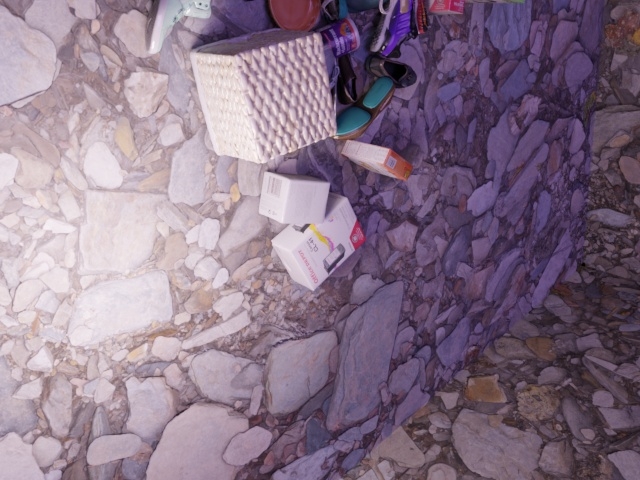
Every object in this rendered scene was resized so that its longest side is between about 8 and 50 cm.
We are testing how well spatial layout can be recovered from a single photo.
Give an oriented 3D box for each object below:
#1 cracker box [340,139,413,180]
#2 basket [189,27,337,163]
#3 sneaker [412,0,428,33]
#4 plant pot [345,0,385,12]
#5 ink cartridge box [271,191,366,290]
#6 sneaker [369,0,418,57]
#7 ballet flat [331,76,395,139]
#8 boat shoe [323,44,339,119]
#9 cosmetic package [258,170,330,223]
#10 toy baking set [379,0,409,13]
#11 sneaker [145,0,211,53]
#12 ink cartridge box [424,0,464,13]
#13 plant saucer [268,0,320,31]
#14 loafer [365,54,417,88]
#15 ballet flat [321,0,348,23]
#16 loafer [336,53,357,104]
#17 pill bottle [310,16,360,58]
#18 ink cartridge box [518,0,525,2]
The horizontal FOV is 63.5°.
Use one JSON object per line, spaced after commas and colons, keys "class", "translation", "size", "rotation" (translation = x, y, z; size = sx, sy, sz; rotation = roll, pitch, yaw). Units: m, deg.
{"class": "cracker box", "translation": [0.209, -0.300, 1.926], "size": [0.155, 0.232, 0.067], "rotation": [24, 91, -43]}
{"class": "basket", "translation": [-0.159, -0.439, 1.537], "size": [0.328, 0.266, 0.331], "rotation": [-27, 121, -30]}
{"class": "sneaker", "translation": [0.335, -0.879, 1.918], "size": [0.088, 0.092, 0.225], "rotation": [-13, 97, -57]}
{"class": "plant pot", "translation": [0.176, -0.908, 1.693], "size": [0.293, 0.196, 0.293], "rotation": [-16, 116, -37]}
{"class": "ink cartridge box", "translation": [0.000, 0.000, 1.932], "size": [0.306, 0.131, 0.226], "rotation": [-45, 130, -21]}
{"class": "sneaker", "translation": [0.297, -0.799, 1.872], "size": [0.146, 0.102, 0.293], "rotation": [21, 100, -16]}
{"class": "ballet flat", "translation": [0.160, -0.462, 1.923], "size": [0.342, 0.116, 0.124], "rotation": [-51, 156, -20]}
{"class": "boat shoe", "translation": [0.015, -0.485, 1.696], "size": [0.118, 0.103, 0.320], "rotation": [-41, 156, -32]}
{"class": "cosmetic package", "translation": [-0.090, -0.147, 1.782], "size": [0.183, 0.151, 0.151], "rotation": [-1, 107, -39]}
{"class": "toy baking set", "translation": [0.194, -0.820, 1.594], "size": [0.256, 0.030, 0.197], "rotation": [12, 109, -33]}
{"class": "sneaker", "translation": [-0.373, -0.607, 1.396], "size": [0.151, 0.094, 0.256], "rotation": [17, 92, -37]}
{"class": "ink cartridge box", "translation": [0.451, -0.972, 1.922], "size": [0.100, 0.172, 0.237], "rotation": [-11, 113, -39]}
{"class": "plant saucer", "translation": [-0.086, -0.756, 1.633], "size": [0.200, 0.037, 0.200], "rotation": [-17, 118, -36]}
{"class": "loafer", "translation": [0.287, -0.637, 1.968], "size": [0.267, 0.084, 0.096], "rotation": [3, 104, -41]}
{"class": "ballet flat", "translation": [0.035, -0.785, 1.648], "size": [0.087, 0.083, 0.247], "rotation": [-54, 158, -11]}
{"class": "loafer", "translation": [0.096, -0.587, 1.825], "size": [0.080, 0.078, 0.220], "rotation": [-35, 126, -26]}
{"class": "pill bottle", "translation": [0.023, -0.647, 1.701], "size": [0.193, 0.108, 0.108], "rotation": [-27, 124, -9]}
{"class": "ink cartridge box", "translation": [0.635, -0.996, 2.004], "size": [0.198, 0.273, 0.115], "rotation": [-7, 113, -39]}
